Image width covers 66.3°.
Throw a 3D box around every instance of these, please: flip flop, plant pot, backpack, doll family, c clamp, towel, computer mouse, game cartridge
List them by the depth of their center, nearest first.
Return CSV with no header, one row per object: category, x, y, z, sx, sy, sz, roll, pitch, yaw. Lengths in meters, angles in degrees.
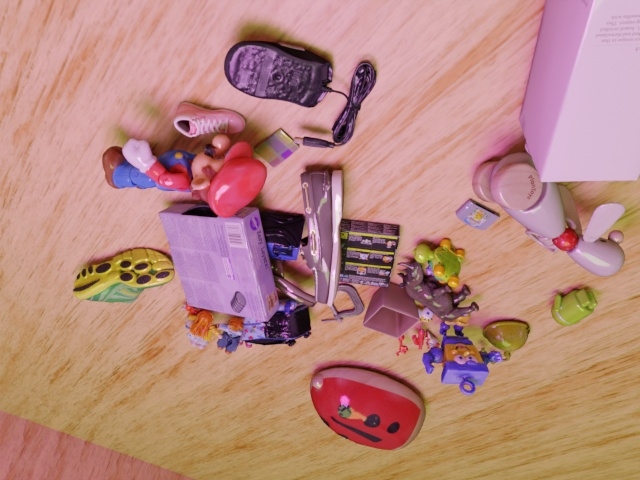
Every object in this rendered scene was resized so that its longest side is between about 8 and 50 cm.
computer mouse,-0.045,-0.261,0.881,0.261,0.060,0.184,5,133,-14
towel,-0.090,-0.186,0.994,0.083,0.009,0.060,-31,123,32
game cartridge,0.339,-0.053,1.064,0.083,0.017,0.056,24,137,-15
backpack,-0.105,-0.004,1.120,0.120,0.098,0.101,11,139,-4
flip flop,-0.114,0.067,1.199,0.277,0.112,0.080,34,89,-8
plant pot,0.181,0.171,1.255,0.108,0.096,0.109,21,138,-13
backpack,-0.126,0.216,1.305,0.173,0.117,0.158,-7,177,18
c clamp,0.047,0.176,1.335,0.137,0.022,0.161,-7,134,15
doll family,-0.281,0.258,1.397,0.262,0.118,0.163,18,135,-10

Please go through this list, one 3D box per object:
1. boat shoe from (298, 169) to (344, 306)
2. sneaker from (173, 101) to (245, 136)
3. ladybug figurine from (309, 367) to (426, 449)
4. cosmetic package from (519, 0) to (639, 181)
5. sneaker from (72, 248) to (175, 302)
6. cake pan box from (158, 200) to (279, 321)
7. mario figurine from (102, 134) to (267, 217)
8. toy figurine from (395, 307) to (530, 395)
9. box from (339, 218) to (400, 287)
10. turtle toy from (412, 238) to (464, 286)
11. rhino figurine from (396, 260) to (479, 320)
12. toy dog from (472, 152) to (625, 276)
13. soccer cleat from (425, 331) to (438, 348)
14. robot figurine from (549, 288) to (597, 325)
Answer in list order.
boat shoe,0.000,-0.002,1.049,0.091,0.109,0.305,3,111,5
sneaker,-0.214,-0.220,0.935,0.134,0.070,0.051,13,133,-5
ladybug figurine,0.152,0.565,1.616,0.449,0.162,0.305,29,132,-20
cosmetic package,0.404,-0.282,0.693,0.155,0.197,0.366,-1,137,8
sneaker,-0.507,0.099,1.299,0.295,0.110,0.123,-12,155,17
cake pan box,-0.229,0.042,1.106,0.245,0.070,0.267,3,118,29
mario figurine,-0.248,-0.155,0.941,0.320,0.198,0.170,8,133,20
toy figurine,0.383,0.326,1.276,0.362,0.217,0.191,6,124,-3
box,0.082,0.031,1.168,0.190,0.045,0.184,6,133,3
turtle toy,0.273,0.049,1.133,0.130,0.095,0.066,33,151,-22
rhino figurine,0.274,0.122,1.212,0.243,0.073,0.106,35,127,-23
toy dog,0.447,-0.082,0.921,0.333,0.220,0.161,29,101,-30
soccer cleat,0.318,0.284,1.403,0.035,0.029,0.083,-13,136,8
robot figurine,0.622,0.168,1.209,0.101,0.067,0.115,12,137,-21
